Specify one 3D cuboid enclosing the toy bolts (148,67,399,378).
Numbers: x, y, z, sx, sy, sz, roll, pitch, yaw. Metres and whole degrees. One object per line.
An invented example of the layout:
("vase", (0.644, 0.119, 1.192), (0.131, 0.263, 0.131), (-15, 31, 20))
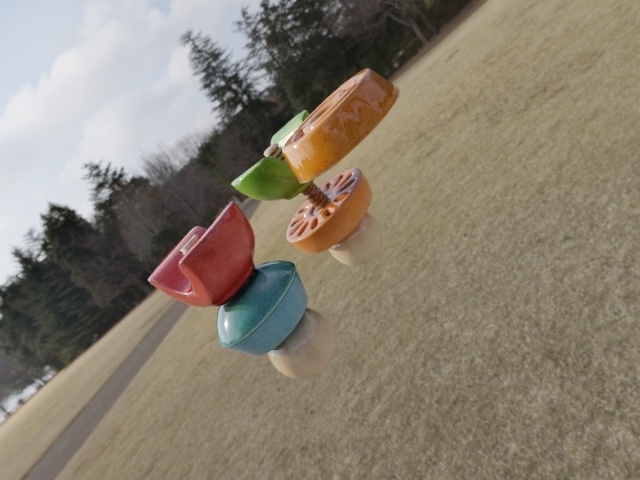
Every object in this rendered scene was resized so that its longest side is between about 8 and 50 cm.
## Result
("toy bolts", (0.000, 0.000, 0.403), (0.218, 0.158, 0.229), (-17, 33, 57))
